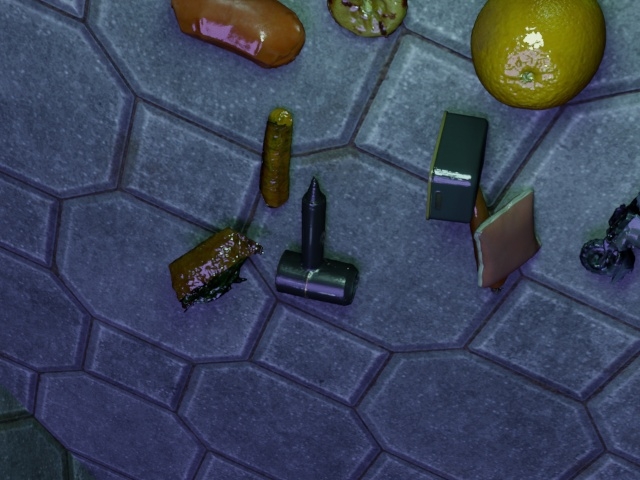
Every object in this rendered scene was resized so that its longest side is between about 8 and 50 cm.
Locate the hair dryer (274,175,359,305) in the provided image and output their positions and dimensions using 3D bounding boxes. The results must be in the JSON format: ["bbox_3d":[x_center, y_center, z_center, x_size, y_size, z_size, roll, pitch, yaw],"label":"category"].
[{"bbox_3d":[0.000,0.000,2.254,0.189,0.107,0.352,12,133,10],"label":"hair dryer"}]

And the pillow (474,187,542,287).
[{"bbox_3d":[0.380,-0.005,2.025,0.075,0.171,0.179,39,156,41],"label":"pillow"}]

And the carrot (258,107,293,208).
[{"bbox_3d":[-0.094,-0.174,2.124,0.070,0.070,0.260,18,139,8],"label":"carrot"}]

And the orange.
[{"bbox_3d":[0.357,-0.326,1.614,0.236,0.236,0.236,14,139,12],"label":"orange"}]

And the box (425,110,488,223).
[{"bbox_3d":[0.264,-0.140,1.885,0.090,0.201,0.144,9,137,11],"label":"box"}]

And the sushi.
[{"bbox_3d":[-0.251,0.060,2.404,0.287,0.149,0.140,-32,90,16],"label":"sushi"}]

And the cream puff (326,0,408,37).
[{"bbox_3d":[0.088,-0.430,1.741,0.149,0.084,0.149,11,141,9],"label":"cream puff"}]

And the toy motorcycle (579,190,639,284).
[{"bbox_3d":[0.637,-0.002,1.929,0.159,0.106,0.270,32,136,0],"label":"toy motorcycle"}]

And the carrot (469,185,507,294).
[{"bbox_3d":[0.351,-0.009,2.091,0.069,0.069,0.336,1,131,25],"label":"carrot"}]

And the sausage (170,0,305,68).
[{"bbox_3d":[-0.152,-0.412,1.845,0.258,0.133,0.133,21,140,4],"label":"sausage"}]
